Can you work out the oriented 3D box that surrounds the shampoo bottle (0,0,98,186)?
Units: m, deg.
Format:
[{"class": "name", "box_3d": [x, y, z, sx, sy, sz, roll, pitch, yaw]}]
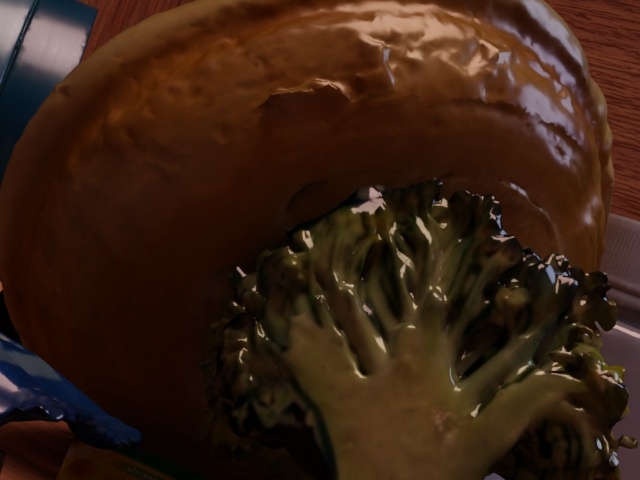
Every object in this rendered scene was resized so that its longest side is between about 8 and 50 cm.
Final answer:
[{"class": "shampoo bottle", "box_3d": [-0.422, -0.125, 1.301, 0.343, 0.331, 0.331, 21, 0, -12]}]

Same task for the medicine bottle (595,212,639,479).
[{"class": "medicine bottle", "box_3d": [0.317, 0.155, 1.526, 0.208, 0.339, 0.208, 22, -1, 0]}]

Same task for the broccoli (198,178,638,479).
[{"class": "broccoli", "box_3d": [0.053, 0.116, 0.812, 0.242, 0.273, 0.180, -1, -17, 7]}]

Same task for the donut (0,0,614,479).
[{"class": "donut", "box_3d": [0.000, 0.000, 0.974, 0.449, 0.449, 0.198, 21, 27, -31]}]

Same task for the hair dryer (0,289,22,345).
[{"class": "hair dryer", "box_3d": [-0.162, 0.120, 1.296, 0.197, 0.089, 0.251, 18, -11, 42]}]

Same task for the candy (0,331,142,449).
[{"class": "candy", "box_3d": [-0.257, 0.041, 0.707, 0.331, 0.077, 0.187, 21, -6, 8]}]

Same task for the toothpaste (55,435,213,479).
[{"class": "toothpaste", "box_3d": [-0.075, 0.167, 0.864, 0.178, 0.037, 0.043, 21, -3, 14]}]

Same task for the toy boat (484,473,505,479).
[{"class": "toy boat", "box_3d": [0.151, 0.221, 0.953, 0.199, 0.100, 0.290, 22, 1, -16]}]

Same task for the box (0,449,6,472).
[{"class": "box", "box_3d": [-0.264, 0.094, 0.719, 0.177, 0.036, 0.115, 21, 1, 15]}]
